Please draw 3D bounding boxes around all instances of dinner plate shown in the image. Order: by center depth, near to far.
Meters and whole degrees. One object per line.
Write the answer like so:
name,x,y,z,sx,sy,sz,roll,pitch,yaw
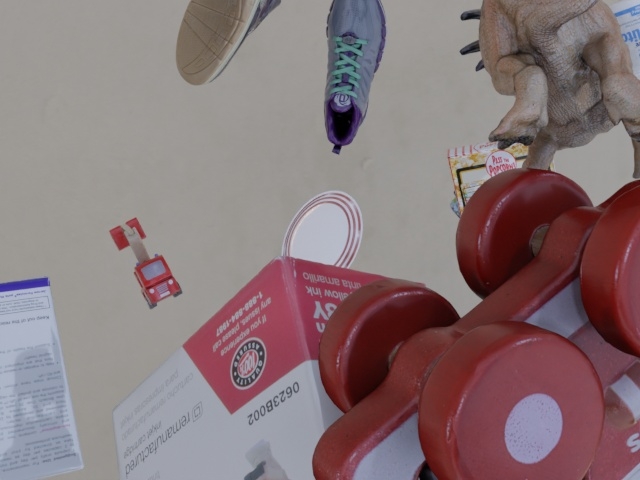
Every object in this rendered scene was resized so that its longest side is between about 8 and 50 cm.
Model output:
dinner plate,0.000,0.000,1.255,0.141,0.017,0.141,-19,121,-35

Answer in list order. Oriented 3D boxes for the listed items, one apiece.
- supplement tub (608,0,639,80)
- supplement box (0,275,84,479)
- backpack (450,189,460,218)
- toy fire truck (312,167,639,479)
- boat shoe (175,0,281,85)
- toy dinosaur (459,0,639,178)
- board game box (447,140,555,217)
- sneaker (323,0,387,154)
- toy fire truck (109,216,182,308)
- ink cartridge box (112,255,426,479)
supplement tub,0.418,-0.267,1.260,0.071,0.071,0.107,-24,97,-22
supplement box,-0.353,0.166,1.081,0.113,0.111,0.220,-8,77,-33
backpack,0.273,-0.058,1.547,0.114,0.084,0.105,44,32,3
toy fire truck,0.156,0.110,0.599,0.302,0.169,0.254,-38,111,-15
boat shoe,-0.097,-0.331,1.268,0.092,0.102,0.285,-3,125,-57
toy dinosaur,0.157,-0.136,0.659,0.127,0.296,0.201,-13,67,12
board game box,0.274,-0.050,1.384,0.146,0.045,0.194,-10,108,12
sneaker,0.044,-0.228,1.287,0.083,0.098,0.224,5,125,4
toy fire truck,-0.254,0.029,1.378,0.047,0.192,0.135,-27,90,-13
ink cartridge box,-0.011,0.251,0.728,0.160,0.279,0.385,14,48,-38
